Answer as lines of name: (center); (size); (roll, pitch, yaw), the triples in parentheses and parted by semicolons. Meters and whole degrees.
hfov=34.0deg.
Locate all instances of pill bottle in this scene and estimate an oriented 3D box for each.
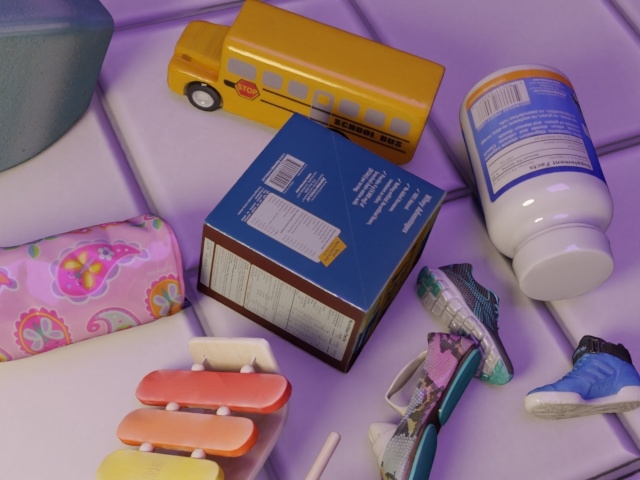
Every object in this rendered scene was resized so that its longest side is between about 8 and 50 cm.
pill bottle: (0.267, -0.069, 1.277); (0.152, 0.152, 0.272); (-1, 56, -12)

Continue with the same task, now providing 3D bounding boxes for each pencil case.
pencil case: (-0.283, 0.052, 1.114); (0.284, 0.124, 0.124); (-15, 60, -21)

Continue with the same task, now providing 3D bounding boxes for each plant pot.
plant pot: (-0.394, -0.233, 1.222); (0.252, 0.248, 0.247); (-18, 59, -42)

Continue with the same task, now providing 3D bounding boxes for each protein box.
protein box: (0.000, 0.000, 1.187); (0.201, 0.136, 0.200); (29, 55, 10)

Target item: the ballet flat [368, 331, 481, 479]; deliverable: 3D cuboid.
ballet flat: (0.100, 0.190, 1.115); (0.079, 0.077, 0.221); (15, 56, 23)

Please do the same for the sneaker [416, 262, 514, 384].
sneaker: (0.183, 0.088, 1.209); (0.076, 0.065, 0.166); (-18, 62, -27)

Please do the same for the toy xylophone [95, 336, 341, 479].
toy xylophone: (-0.118, 0.227, 0.983); (0.236, 0.081, 0.323); (-10, 38, 34)

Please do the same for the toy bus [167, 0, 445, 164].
toy bus: (-0.022, -0.205, 1.330); (0.332, 0.130, 0.108); (20, 54, 3)

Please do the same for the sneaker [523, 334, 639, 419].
sneaker: (0.290, 0.151, 1.182); (0.152, 0.058, 0.084); (-2, 62, -17)
